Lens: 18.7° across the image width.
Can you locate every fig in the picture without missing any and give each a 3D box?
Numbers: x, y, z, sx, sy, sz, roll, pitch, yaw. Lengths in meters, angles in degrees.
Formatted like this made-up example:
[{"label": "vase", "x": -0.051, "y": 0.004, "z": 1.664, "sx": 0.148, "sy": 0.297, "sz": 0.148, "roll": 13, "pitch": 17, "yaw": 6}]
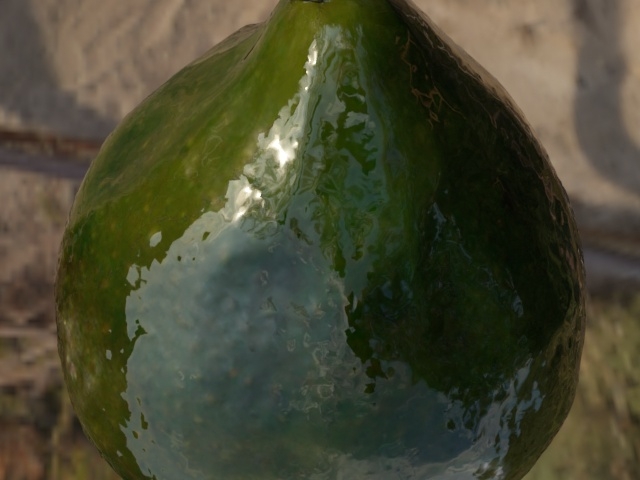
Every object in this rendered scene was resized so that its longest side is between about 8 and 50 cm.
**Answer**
[{"label": "fig", "x": 0.000, "y": 0.000, "z": 0.688, "sx": 0.195, "sy": 0.195, "sz": 0.245, "roll": -3, "pitch": 142, "yaw": -4}]
